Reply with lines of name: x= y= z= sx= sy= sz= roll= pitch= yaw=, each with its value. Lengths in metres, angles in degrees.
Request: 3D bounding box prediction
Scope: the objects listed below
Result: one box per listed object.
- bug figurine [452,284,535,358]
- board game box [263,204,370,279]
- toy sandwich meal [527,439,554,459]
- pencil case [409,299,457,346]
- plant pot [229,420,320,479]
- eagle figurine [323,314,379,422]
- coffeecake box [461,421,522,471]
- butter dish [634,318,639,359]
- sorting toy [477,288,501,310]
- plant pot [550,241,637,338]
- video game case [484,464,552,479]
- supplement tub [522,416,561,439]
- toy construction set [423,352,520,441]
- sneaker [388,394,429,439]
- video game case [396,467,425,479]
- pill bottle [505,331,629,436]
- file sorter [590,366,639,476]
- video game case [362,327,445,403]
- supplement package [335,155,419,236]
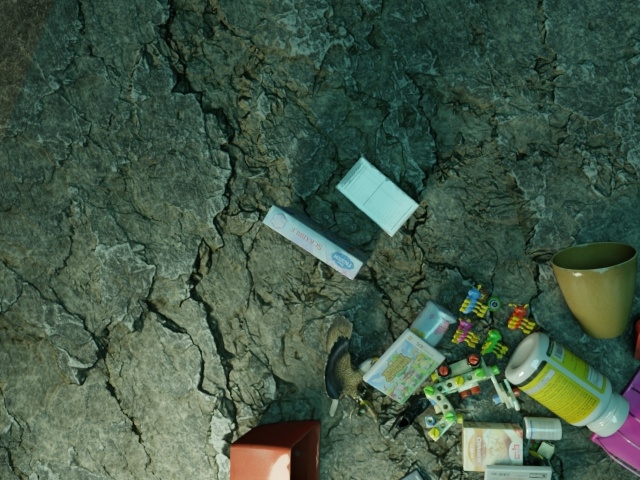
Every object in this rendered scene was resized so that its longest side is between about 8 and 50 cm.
bug figurine: x=0.535 y=0.262 z=1.761 sx=0.279 sy=0.072 sz=0.216 roll=21 pitch=107 yaw=-20
board game box: x=0.000 y=0.000 z=1.740 sx=0.318 sy=0.318 sz=0.066 roll=33 pitch=96 yaw=7
toy sandwich meal: x=0.721 y=0.678 z=1.794 sx=0.085 sy=0.029 sz=0.086 roll=0 pitch=91 yaw=8
pencil case: x=0.328 y=0.325 z=1.801 sx=0.113 sy=0.124 sz=0.273 roll=39 pitch=96 yaw=25
plant pot: x=-0.158 y=0.753 z=1.822 sx=0.235 sy=0.267 sz=0.267 roll=2 pitch=92 yaw=20
eagle figurine: x=0.085 y=0.423 z=1.797 sx=0.225 sy=0.226 sz=0.298 roll=-42 pitch=104 yaw=-33
coffeecake box: x=0.562 y=0.677 z=1.798 sx=0.185 sy=0.068 sz=0.142 roll=-1 pitch=91 yaw=8
butter dish: x=1.041 y=0.277 z=1.700 sx=0.159 sy=0.118 sz=0.160 roll=-14 pitch=131 yaw=6
sorting toy: x=0.548 y=0.201 z=1.802 sx=0.102 sy=0.042 sz=0.061 roll=30 pitch=95 yaw=6
plant pot: x=0.853 y=0.162 z=1.679 sx=0.237 sy=0.237 sz=0.254 roll=-14 pitch=102 yaw=8
video game case: x=0.633 y=0.794 z=1.772 sx=0.201 sy=0.023 sz=0.183 roll=-2 pitch=120 yaw=8
supplement tub: x=0.716 y=0.607 z=1.773 sx=0.107 sy=0.071 sz=0.071 roll=0 pitch=91 yaw=9
toy construction set: x=0.474 y=0.494 z=1.762 sx=0.327 sy=0.151 sz=0.215 roll=-16 pitch=60 yaw=-3
sneaker: x=0.298 y=0.586 z=1.824 sx=0.170 sy=0.089 sz=0.051 roll=-41 pitch=85 yaw=7
video game case: x=0.272 y=0.932 z=1.870 sx=0.274 sy=0.026 sz=0.196 roll=-36 pitch=86 yaw=7
pill bottle: x=0.764 y=0.450 z=1.701 sx=0.334 sy=0.188 sz=0.188 roll=35 pitch=96 yaw=5
file sorter: x=1.022 y=0.575 z=1.671 sx=0.202 sy=0.182 sz=0.291 roll=32 pitch=96 yaw=7
video game case: x=0.266 y=0.400 z=1.726 sx=0.193 sy=0.023 sz=0.212 roll=38 pitch=97 yaw=-30
supplement package: x=0.188 y=-0.143 z=1.800 sx=0.244 sy=0.134 sz=0.139 roll=42 pitch=97 yaw=5
